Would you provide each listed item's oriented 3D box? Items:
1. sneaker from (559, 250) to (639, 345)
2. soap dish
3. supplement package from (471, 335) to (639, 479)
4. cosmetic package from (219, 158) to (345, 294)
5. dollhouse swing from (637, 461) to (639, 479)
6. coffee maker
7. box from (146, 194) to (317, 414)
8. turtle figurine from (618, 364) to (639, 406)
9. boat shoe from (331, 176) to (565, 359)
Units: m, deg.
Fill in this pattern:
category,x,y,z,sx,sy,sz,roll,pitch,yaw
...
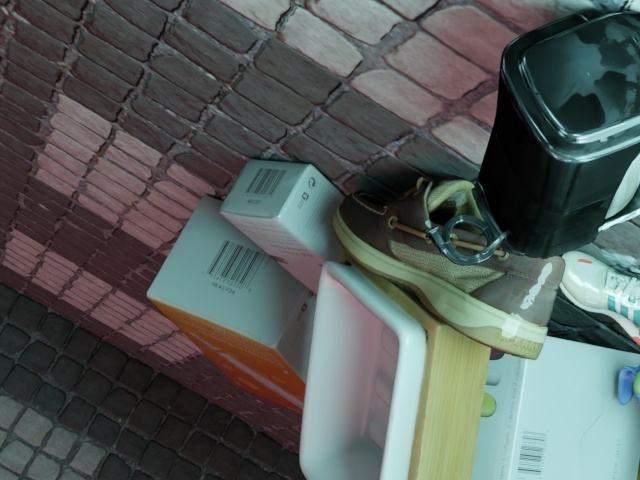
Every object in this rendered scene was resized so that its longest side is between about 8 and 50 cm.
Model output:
category,x,y,z,sx,sy,sz,roll,pitch,yaw
sneaker,0.308,0.052,1.178,0.161,0.057,0.075,35,145,-15
soap dish,0.077,0.173,1.277,0.118,0.290,0.229,-4,-158,-24
supplement package,0.240,0.241,1.358,0.204,0.261,0.145,13,173,-33
cosmetic package,0.000,0.000,1.437,0.117,0.085,0.231,9,153,48
dollhouse swing,0.408,0.445,1.499,0.315,0.305,0.347,17,-169,-33
coffee maker,0.170,-0.061,0.855,0.120,0.171,0.178,40,165,18
box,-0.058,0.113,1.702,0.215,0.168,0.345,19,161,28
turtle figurine,0.449,0.236,1.232,0.266,0.197,0.275,32,166,-28
boat shoe,0.127,-0.002,1.195,0.123,0.123,0.342,17,-169,-28
